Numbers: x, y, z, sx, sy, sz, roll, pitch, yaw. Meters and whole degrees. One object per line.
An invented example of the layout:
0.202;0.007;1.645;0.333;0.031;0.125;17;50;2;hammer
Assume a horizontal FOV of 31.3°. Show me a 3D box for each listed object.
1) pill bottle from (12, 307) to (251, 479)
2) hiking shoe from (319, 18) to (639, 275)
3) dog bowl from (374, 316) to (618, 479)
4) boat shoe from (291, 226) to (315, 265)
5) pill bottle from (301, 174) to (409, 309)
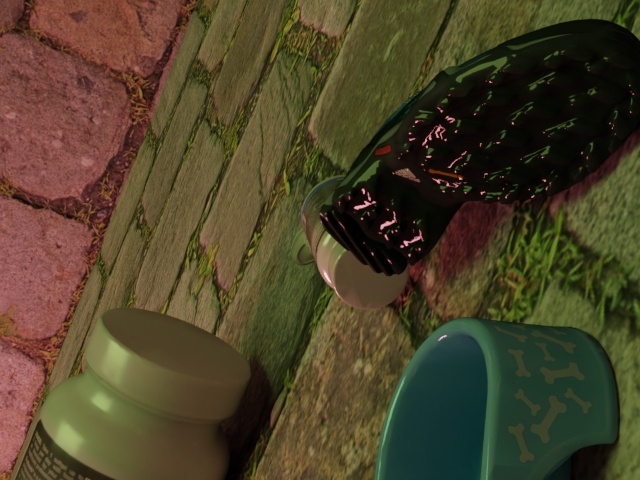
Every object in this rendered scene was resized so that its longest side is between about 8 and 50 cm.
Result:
-0.220;0.270;1.216;0.363;0.210;0.210;-66;18;11;pill bottle
0.109;-0.088;0.804;0.304;0.113;0.132;-29;26;51;hiking shoe
0.086;0.177;0.646;0.166;0.074;0.297;-42;33;55;dog bowl
0.000;0.000;1.151;0.100;0.035;0.035;-45;27;40;boat shoe
0.030;0.001;0.987;0.078;0.078;0.137;-64;19;17;pill bottle
